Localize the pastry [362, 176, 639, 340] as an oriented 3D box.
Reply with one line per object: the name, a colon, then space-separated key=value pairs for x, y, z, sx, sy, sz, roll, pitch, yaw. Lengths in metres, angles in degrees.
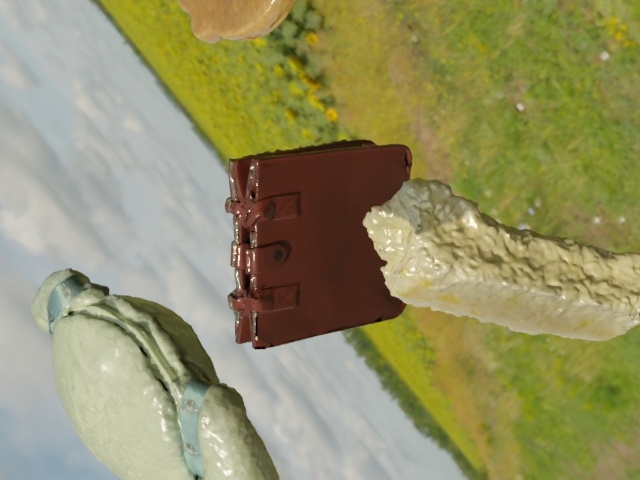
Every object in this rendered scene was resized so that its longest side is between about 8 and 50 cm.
pastry: x=0.161 y=0.025 z=0.855 sx=0.258 sy=0.121 sz=0.089 roll=16 pitch=-126 yaw=-18

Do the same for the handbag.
handbag: x=0.001 y=0.000 z=1.322 sx=0.084 sy=0.275 sz=0.260 roll=18 pitch=111 yaw=48

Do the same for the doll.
doll: x=-0.099 y=0.082 z=0.545 sx=0.214 sy=0.071 sz=0.103 roll=38 pitch=143 yaw=32

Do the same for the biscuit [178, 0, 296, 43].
biscuit: x=-0.031 y=-0.212 z=0.642 sx=0.133 sy=0.184 sz=0.027 roll=24 pitch=-166 yaw=41
